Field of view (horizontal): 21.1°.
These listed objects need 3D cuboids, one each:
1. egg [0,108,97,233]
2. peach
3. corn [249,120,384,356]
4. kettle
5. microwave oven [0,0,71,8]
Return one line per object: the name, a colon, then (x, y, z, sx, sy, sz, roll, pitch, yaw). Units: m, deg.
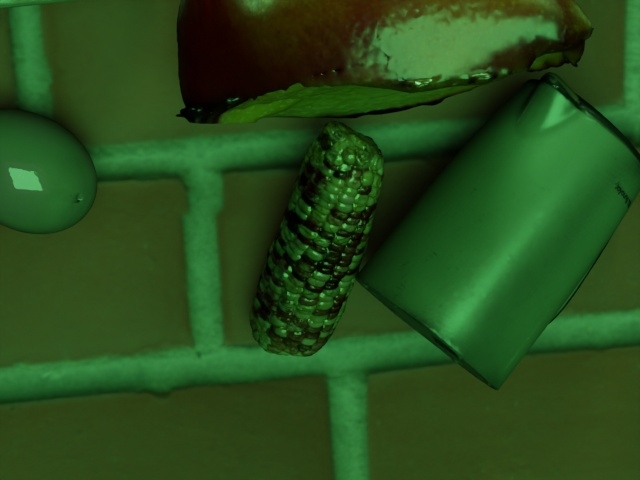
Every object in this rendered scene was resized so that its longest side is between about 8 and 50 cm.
egg: (-0.262, -0.062, 1.513, 0.135, 0.103, 0.103, 28, 104, -14)
peach: (0.048, -0.210, 1.400, 0.361, 0.258, 0.201, -6, 90, 35)
corn: (0.000, 0.000, 1.559, 0.086, 0.086, 0.253, 10, 125, -12)
kettle: (0.182, -0.002, 1.572, 0.255, 0.165, 0.240, -53, 142, -4)
microwave oven: (-0.215, -0.326, 1.399, 0.194, 0.145, 0.240, -6, 111, -4)
